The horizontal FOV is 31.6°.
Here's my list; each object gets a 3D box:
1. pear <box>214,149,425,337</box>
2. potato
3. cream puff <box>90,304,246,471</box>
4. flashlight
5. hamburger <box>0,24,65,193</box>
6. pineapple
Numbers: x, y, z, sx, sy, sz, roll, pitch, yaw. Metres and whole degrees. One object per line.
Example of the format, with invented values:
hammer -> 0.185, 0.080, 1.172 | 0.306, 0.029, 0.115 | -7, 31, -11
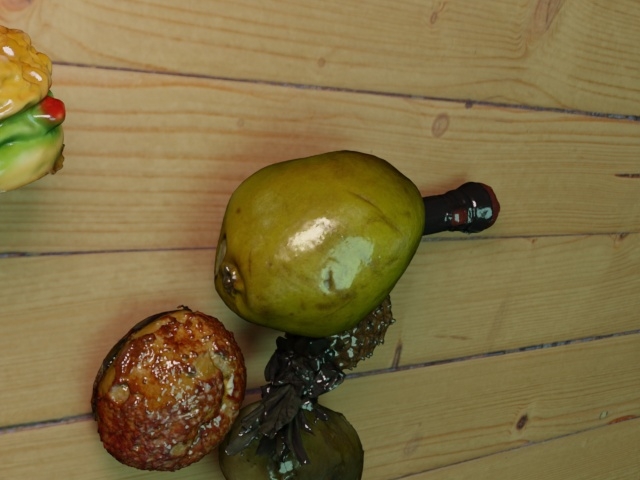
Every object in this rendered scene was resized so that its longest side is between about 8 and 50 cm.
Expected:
pear -> 0.000, 0.000, 1.552 | 0.321, 0.269, 0.269 | -31, 132, -40
potato -> -0.043, 0.353, 1.790 | 0.210, 0.173, 0.307 | -54, 142, -3
cream puff -> -0.200, 0.210, 1.564 | 0.240, 0.164, 0.240 | -18, 121, -33
flashlight -> 0.189, -0.042, 1.846 | 0.232, 0.093, 0.093 | -11, 120, -40
hamburger -> -0.368, -0.140, 1.143 | 0.237, 0.237, 0.148 | -20, 122, -36
pineapple -> -0.023, 0.193, 1.657 | 0.364, 0.166, 0.165 | -55, 144, -39
